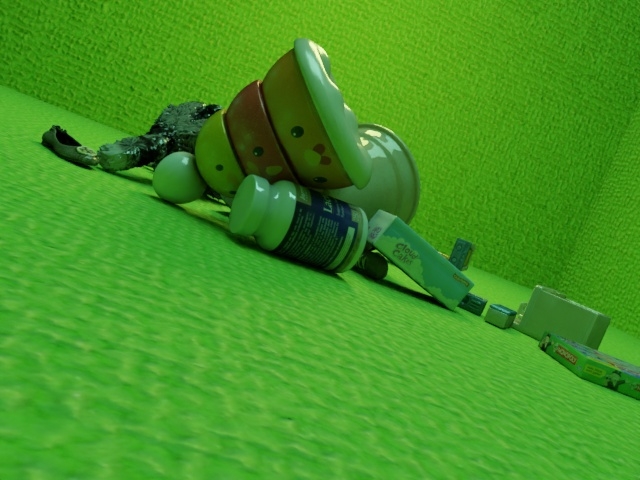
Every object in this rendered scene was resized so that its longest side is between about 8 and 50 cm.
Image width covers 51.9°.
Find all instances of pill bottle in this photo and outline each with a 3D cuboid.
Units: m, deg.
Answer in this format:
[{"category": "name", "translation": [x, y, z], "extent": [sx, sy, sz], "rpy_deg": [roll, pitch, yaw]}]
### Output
[{"category": "pill bottle", "translation": [-0.046, -0.036, 1.364], "extent": [0.264, 0.153, 0.153], "rpy_deg": [18, 6, -27]}]

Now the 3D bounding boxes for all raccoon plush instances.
[{"category": "raccoon plush", "translation": [-0.399, -0.196, 1.814], "extent": [0.446, 0.299, 0.216], "rpy_deg": [-19, 44, -28]}]

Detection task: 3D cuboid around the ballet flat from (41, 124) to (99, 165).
[{"category": "ballet flat", "translation": [-0.603, -0.231, 1.582], "extent": [0.084, 0.058, 0.249], "rpy_deg": [15, 8, -45]}]

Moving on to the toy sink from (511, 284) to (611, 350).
[{"category": "toy sink", "translation": [0.611, 0.200, 1.722], "extent": [0.234, 0.131, 0.152], "rpy_deg": [25, 6, 37]}]

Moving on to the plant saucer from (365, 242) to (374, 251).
[{"category": "plant saucer", "translation": [0.209, 0.000, 2.197], "extent": [0.029, 0.168, 0.168], "rpy_deg": [67, 16, 9]}]

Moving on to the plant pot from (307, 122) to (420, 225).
[{"category": "plant pot", "translation": [0.043, -0.128, 1.738], "extent": [0.333, 0.334, 0.305], "rpy_deg": [25, 28, 34]}]

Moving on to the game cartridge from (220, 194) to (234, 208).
[{"category": "game cartridge", "translation": [-0.154, -0.148, 1.784], "extent": [0.062, 0.198, 0.297], "rpy_deg": [50, 11, 12]}]

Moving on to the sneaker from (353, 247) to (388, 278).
[{"category": "sneaker", "translation": [0.084, 0.045, 1.608], "extent": [0.086, 0.064, 0.192], "rpy_deg": [3, 17, -25]}]

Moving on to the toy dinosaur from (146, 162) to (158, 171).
[{"category": "toy dinosaur", "translation": [-0.506, -0.238, 2.054], "extent": [0.268, 0.064, 0.118], "rpy_deg": [21, -2, 21]}]

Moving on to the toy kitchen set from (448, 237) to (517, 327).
[{"category": "toy kitchen set", "translation": [0.414, 0.106, 1.685], "extent": [0.207, 0.166, 0.122], "rpy_deg": [24, 6, 25]}]

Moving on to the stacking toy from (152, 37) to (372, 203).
[{"category": "stacking toy", "translation": [-0.152, -0.197, 1.467], "extent": [0.350, 0.479, 0.351], "rpy_deg": [-24, 90, -80]}]

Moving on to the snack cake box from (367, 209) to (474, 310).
[{"category": "snack cake box", "translation": [0.231, 0.045, 1.600], "extent": [0.264, 0.089, 0.152], "rpy_deg": [39, 2, -14]}]

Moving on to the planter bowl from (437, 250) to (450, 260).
[{"category": "planter bowl", "translation": [0.343, 0.071, 2.157], "extent": [0.217, 0.091, 0.217], "rpy_deg": [22, 6, -2]}]

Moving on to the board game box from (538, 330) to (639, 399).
[{"category": "board game box", "translation": [0.667, 0.298, 1.442], "extent": [0.317, 0.046, 0.213], "rpy_deg": [21, 5, -7]}]
